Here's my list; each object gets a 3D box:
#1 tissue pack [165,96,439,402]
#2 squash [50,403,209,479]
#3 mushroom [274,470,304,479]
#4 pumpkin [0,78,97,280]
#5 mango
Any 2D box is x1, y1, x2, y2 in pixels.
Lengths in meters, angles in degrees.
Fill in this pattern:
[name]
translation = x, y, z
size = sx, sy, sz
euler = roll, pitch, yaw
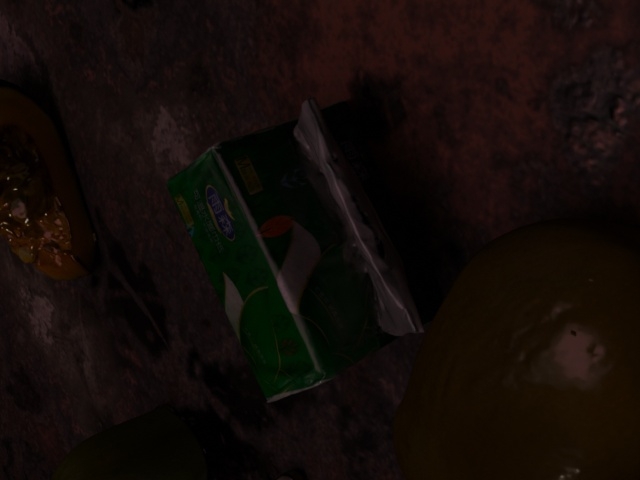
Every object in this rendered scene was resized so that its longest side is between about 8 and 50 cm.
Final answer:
[tissue pack]
translation = 0.002, 0.000, 0.802
size = 0.156, 0.148, 0.209
euler = -27, 87, 50
[squash]
translation = -0.236, 0.278, 1.152
size = 0.123, 0.187, 0.123
euler = 13, 109, 41
[mushroom]
translation = -0.034, 0.290, 1.066
size = 0.049, 0.019, 0.101
euler = 34, 131, 32
[pumpkin]
translation = -0.403, -0.058, 1.167
size = 0.139, 0.190, 0.280
euler = -7, 103, 46
[mango]
translation = 0.161, 0.119, 0.707
size = 0.195, 0.142, 0.331
euler = 44, 141, 25
